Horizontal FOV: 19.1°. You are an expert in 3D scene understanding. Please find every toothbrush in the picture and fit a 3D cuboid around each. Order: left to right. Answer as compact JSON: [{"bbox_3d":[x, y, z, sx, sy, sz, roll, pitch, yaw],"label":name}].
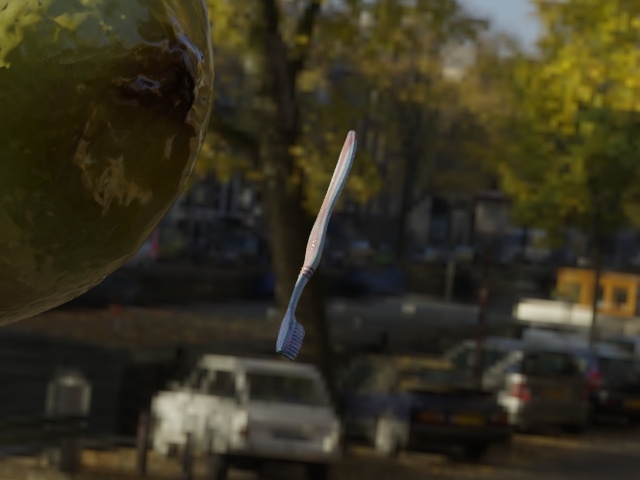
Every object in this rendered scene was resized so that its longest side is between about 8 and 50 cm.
[{"bbox_3d":[0.000,0.000,1.367,0.019,0.193,0.013,35,-33,-31],"label":"toothbrush"}]

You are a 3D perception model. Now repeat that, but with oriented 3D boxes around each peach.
[{"bbox_3d":[-0.223,-0.098,1.081,0.315,0.314,0.281,38,23,25],"label":"peach"}]
